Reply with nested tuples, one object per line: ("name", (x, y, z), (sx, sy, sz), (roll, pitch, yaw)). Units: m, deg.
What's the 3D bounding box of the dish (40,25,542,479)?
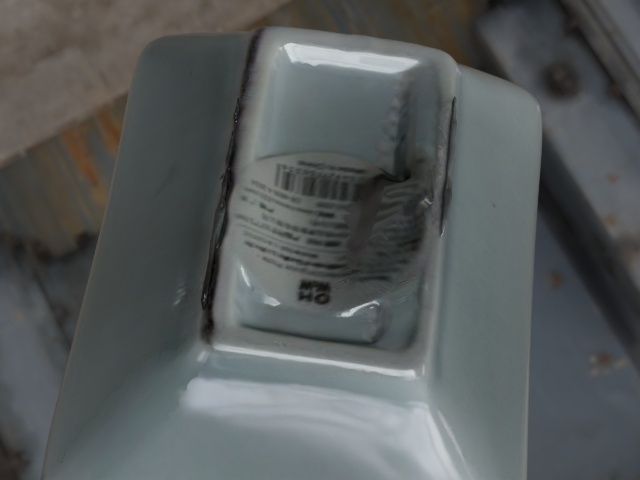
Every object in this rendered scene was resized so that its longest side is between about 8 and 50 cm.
("dish", (0.000, 0.000, 0.736), (0.182, 0.243, 0.080), (8, 143, -1))
